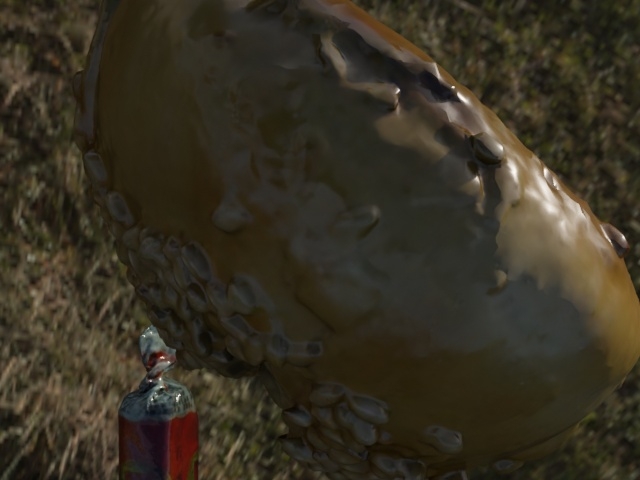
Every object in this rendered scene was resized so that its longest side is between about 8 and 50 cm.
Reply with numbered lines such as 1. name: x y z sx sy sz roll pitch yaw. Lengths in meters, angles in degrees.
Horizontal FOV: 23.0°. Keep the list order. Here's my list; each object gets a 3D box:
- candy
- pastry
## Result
1. candy: -0.150 0.218 1.458 0.059 0.086 0.292 1 95 20
2. pastry: 0.000 0.000 0.783 0.315 0.284 0.184 41 88 11
